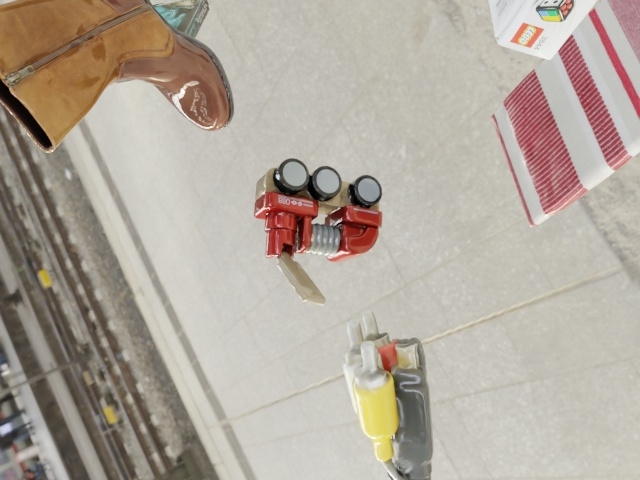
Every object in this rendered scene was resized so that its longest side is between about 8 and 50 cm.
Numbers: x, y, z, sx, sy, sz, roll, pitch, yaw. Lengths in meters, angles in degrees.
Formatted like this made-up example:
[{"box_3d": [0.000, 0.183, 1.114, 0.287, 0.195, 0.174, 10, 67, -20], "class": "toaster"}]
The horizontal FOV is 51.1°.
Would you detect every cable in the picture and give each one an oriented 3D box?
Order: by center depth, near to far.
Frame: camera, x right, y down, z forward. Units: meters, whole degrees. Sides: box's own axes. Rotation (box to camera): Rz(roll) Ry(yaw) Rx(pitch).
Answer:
[{"box_3d": [0.064, 0.200, 0.588, 0.139, 0.072, 0.287, -49, -44, -78], "class": "cable"}]

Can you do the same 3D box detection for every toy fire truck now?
[{"box_3d": [0.000, 0.000, 1.146, 0.158, 0.217, 0.246, 153, 124, -62], "class": "toy fire truck"}]

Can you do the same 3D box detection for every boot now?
[{"box_3d": [-0.230, -0.186, 0.775, 0.096, 0.280, 0.264, -13, 121, 27], "class": "boot"}]

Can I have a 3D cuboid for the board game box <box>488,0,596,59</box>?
[{"box_3d": [0.181, -0.309, 0.494, 0.193, 0.053, 0.305, 122, 156, -52], "class": "board game box"}]

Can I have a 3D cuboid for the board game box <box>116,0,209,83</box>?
[{"box_3d": [-0.246, -0.301, 0.999, 0.186, 0.126, 0.026, -82, -21, -43], "class": "board game box"}]

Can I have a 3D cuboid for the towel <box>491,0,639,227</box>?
[{"box_3d": [0.394, -0.198, 0.989, 0.329, 0.037, 0.237, -48, 43, 49], "class": "towel"}]
